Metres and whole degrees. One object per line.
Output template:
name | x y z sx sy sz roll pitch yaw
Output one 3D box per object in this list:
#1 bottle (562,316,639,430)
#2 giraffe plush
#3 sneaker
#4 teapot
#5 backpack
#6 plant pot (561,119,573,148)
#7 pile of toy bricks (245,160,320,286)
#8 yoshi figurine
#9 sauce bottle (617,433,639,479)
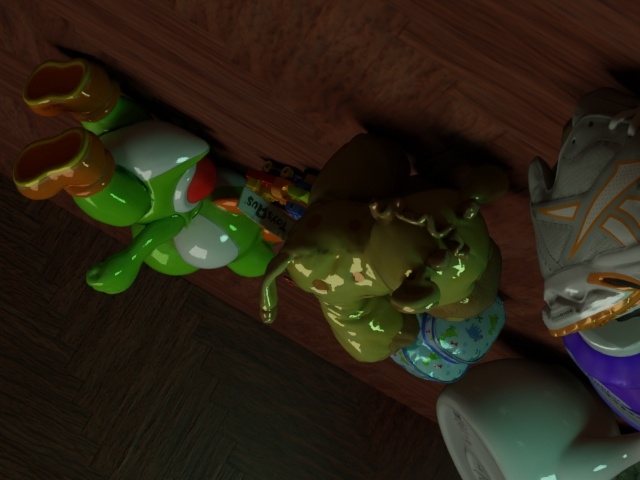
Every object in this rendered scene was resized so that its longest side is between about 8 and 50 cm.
bottle | 0.242 0.079 1.138 0.118 0.092 0.283 44 -179 23
giraffe plush | 0.067 0.004 1.142 0.210 0.181 0.170 14 172 -43
sneaker | 0.178 -0.036 0.773 0.099 0.121 0.262 -12 168 -27
teapot | 0.266 0.234 1.766 0.256 0.187 0.252 54 165 32
backpack | 0.128 0.088 1.556 0.105 0.114 0.084 35 170 -25
plant pot | 0.249 -0.002 0.926 0.236 0.032 0.236 28 172 4
pile of toy bricks | 0.000 0.000 1.495 0.212 0.105 0.118 20 167 49
yoshi figurine | -0.199 -0.047 1.668 0.362 0.203 0.203 35 -174 -46
sauce bottle | 0.373 0.315 2.066 0.111 0.111 0.344 31 170 -8
